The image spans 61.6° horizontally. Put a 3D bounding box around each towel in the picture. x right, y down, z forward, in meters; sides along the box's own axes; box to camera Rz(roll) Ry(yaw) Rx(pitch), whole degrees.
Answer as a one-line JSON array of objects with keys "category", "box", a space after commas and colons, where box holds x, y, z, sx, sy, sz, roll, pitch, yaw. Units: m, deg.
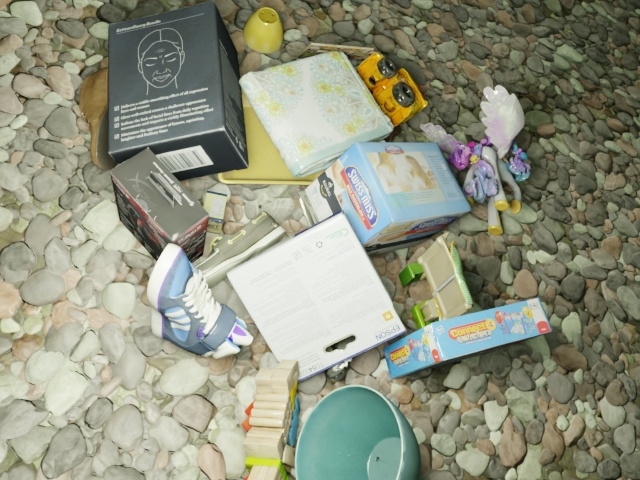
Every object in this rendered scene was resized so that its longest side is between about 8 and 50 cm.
[{"category": "towel", "box": [-0.002, -0.371, 1.538, 0.374, 0.090, 0.321, -26, 78, -30]}]

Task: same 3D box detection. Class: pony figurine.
[{"category": "pony figurine", "box": [0.507, -0.249, 1.650, 0.351, 0.302, 0.364, 34, 54, -37]}]

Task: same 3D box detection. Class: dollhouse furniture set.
[{"category": "dollhouse furniture set", "box": [0.349, 0.111, 1.407, 0.151, 0.301, 0.198, -12, 69, -17]}]

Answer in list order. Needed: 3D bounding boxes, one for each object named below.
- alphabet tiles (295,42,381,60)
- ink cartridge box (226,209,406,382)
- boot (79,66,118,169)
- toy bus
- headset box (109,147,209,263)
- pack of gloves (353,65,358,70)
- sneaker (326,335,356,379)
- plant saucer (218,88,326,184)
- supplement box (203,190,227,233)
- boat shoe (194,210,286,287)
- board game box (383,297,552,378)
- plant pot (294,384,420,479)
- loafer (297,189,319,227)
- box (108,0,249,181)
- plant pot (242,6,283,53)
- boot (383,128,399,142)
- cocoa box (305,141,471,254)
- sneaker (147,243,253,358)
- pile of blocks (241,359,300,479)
[{"category": "alphabet tiles", "box": [0.058, -0.585, 1.683, 0.237, 0.198, 0.009, -1, 97, -16]}, {"category": "ink cartridge box", "box": [-0.008, 0.142, 1.312, 0.324, 0.071, 0.330, -27, 101, 11]}, {"category": "boot", "box": [-0.593, -0.327, 1.454, 0.115, 0.112, 0.305, -5, 71, 14]}, {"category": "toy bus", "box": [0.236, -0.475, 1.693, 0.211, 0.149, 0.220, -27, 86, -43]}, {"category": "headset box", "box": [-0.380, -0.062, 1.277, 0.218, 0.293, 0.110, 46, 64, 7]}, {"category": "pack of gloves", "box": [0.126, -0.439, 1.728, 0.195, 0.046, 0.232, 45, 63, -11]}, {"category": "sneaker", "box": [0.057, 0.246, 1.398, 0.106, 0.078, 0.234, 32, 60, 2]}, {"category": "plant saucer", "box": [-0.140, -0.295, 1.561, 0.332, 0.081, 0.333, -1, 69, -16]}, {"category": "supplement box", "box": [-0.285, -0.074, 1.425, 0.056, 0.083, 0.083, 11, 65, -11]}, {"category": "boat shoe", "box": [-0.229, 0.025, 1.391, 0.305, 0.109, 0.091, -34, 80, -31]}, {"category": "board game box", "box": [0.356, 0.252, 1.352, 0.308, 0.302, 0.086, -9, 71, -20]}, {"category": "plant pot", "box": [0.114, 0.500, 1.221, 0.195, 0.290, 0.290, 36, 57, -39]}, {"category": "loafer", "box": [0.000, 0.000, 1.469, 0.111, 0.112, 0.320, -4, 63, -10]}, {"category": "box", "box": [-0.370, -0.376, 1.405, 0.293, 0.212, 0.396, -10, 70, 6]}, {"category": "plant pot", "box": [-0.175, -0.679, 1.701, 0.134, 0.095, 0.134, 6, 66, -13]}, {"category": "boot", "box": [0.237, -0.285, 1.687, 0.106, 0.037, 0.114, -35, 78, -12]}, {"category": "cocoa box", "box": [0.185, -0.111, 1.435, 0.347, 0.228, 0.231, -9, 70, -42]}, {"category": "sneaker", "box": [-0.254, 0.153, 1.212, 0.236, 0.323, 0.130, 19, 47, 0]}, {"category": "pile of blocks", "box": [-0.125, 0.458, 1.250, 0.112, 0.149, 0.362, -2, 57, 18]}]
